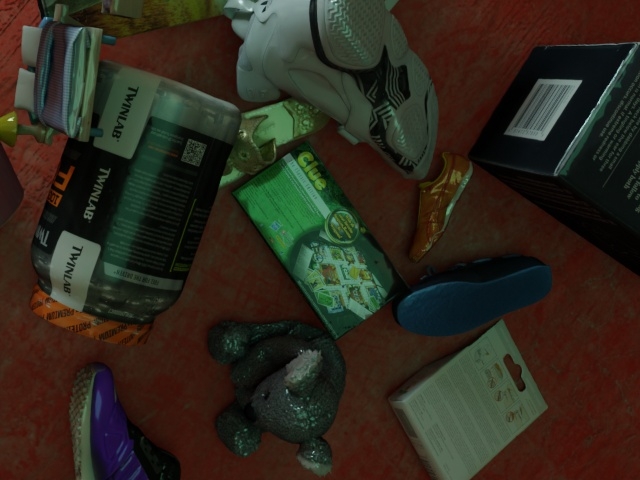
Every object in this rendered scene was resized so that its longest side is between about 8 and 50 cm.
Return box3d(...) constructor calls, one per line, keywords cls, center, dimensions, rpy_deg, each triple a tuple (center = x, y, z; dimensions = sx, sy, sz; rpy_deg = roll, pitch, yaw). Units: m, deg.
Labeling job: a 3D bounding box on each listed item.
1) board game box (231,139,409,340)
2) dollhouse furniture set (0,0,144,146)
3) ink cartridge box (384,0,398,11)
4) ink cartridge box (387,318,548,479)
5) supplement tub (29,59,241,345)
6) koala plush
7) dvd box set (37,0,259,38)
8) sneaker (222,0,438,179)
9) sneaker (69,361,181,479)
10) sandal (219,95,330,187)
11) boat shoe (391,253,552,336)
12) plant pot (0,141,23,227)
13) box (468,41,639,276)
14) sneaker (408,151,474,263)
box3d(cls="board game box", center=(0.000, 0.000, 1.531), dimensions=(0.136, 0.030, 0.260), rpy_deg=(-34, 91, -5))
box3d(cls="dollhouse furniture set", center=(-0.331, -0.238, 1.182), dimensions=(0.198, 0.286, 0.304), rpy_deg=(4, 102, -27))
box3d(cls="ink cartridge box", center=(0.044, -0.417, 1.386), dimensions=(0.219, 0.092, 0.160), rpy_deg=(35, 98, -35))
box3d(cls="ink cartridge box", center=(0.232, 0.255, 1.668), dimensions=(0.224, 0.056, 0.181), rpy_deg=(-37, 107, -26))
box3d(cls="supplement tub", center=(-0.249, -0.047, 1.394), dimensions=(0.207, 0.207, 0.338), rpy_deg=(19, 93, -17))
box3d(cls="koala plush", center=(-0.038, 0.213, 1.486), dimensions=(0.203, 0.221, 0.196), rpy_deg=(-8, 100, -14))
box3d(cls="dvd box set", center=(-0.175, -0.434, 1.367), dimensions=(0.420, 0.062, 0.308), rpy_deg=(-16, 121, -18))
box3d(cls="sneaker", center=(0.020, -0.217, 1.457), dimensions=(0.366, 0.210, 0.137), rpy_deg=(54, 47, -46))
box3d(cls="sneaker", center=(-0.272, 0.305, 1.508), dimensions=(0.146, 0.102, 0.294), rpy_deg=(-5, 105, -19))
box3d(cls="sandal", center=(-0.088, -0.141, 1.489), dimensions=(0.240, 0.079, 0.088), rpy_deg=(-28, 105, -9))
box3d(cls="boat shoe", center=(0.221, 0.082, 1.611), dimensions=(0.258, 0.089, 0.109), rpy_deg=(-8, 114, -19))
box3d(cls="plant pot", center=(-0.479, -0.092, 1.342), dimensions=(0.201, 0.201, 0.180), rpy_deg=(-37, 121, -7))
box3d(cls="box", center=(0.468, -0.091, 1.538), dimensions=(0.395, 0.293, 0.212), rpy_deg=(33, 90, -18))
box3d(cls="sneaker", center=(0.167, -0.049, 1.594), dimensions=(0.067, 0.064, 0.175), rpy_deg=(24, 87, 2))
